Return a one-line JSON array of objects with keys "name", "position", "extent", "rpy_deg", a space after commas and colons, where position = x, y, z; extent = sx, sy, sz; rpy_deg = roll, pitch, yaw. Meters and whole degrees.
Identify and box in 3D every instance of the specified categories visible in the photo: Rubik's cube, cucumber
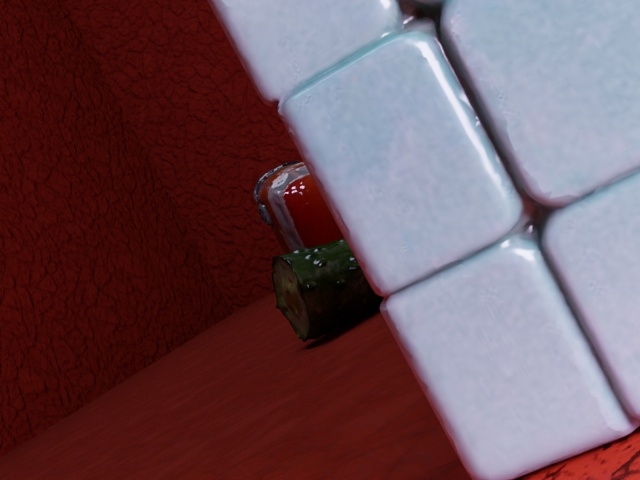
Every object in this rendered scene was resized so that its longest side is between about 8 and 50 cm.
[{"name": "Rubik's cube", "position": [0.170, -0.110, 0.518], "extent": [0.322, 0.315, 0.319], "rpy_deg": [-29, 0, 20]}, {"name": "cucumber", "position": [0.057, 0.049, 1.371], "extent": [0.245, 0.134, 0.134], "rpy_deg": [-17, -3, -17]}]

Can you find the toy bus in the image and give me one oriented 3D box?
[{"name": "toy bus", "position": [0.000, 0.000, 1.479], "extent": [0.121, 0.265, 0.120], "rpy_deg": [-28, 8, -16]}]
